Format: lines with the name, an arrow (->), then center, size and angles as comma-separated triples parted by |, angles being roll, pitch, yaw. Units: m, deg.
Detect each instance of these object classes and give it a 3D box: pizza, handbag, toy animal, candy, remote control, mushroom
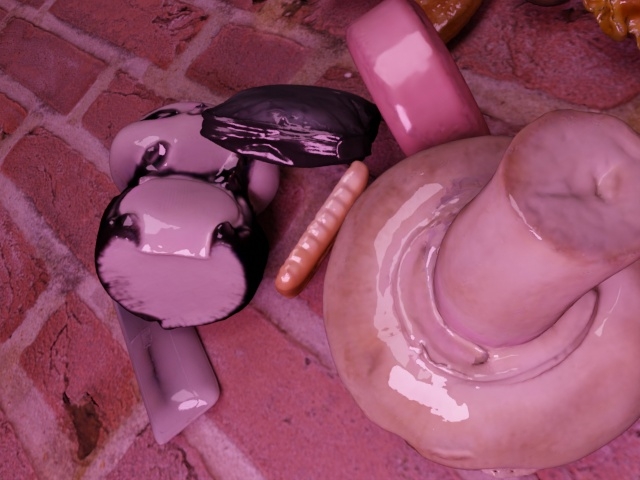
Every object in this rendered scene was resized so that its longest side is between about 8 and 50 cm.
pizza -> 0.200, -0.376, 0.890 | 0.127, 0.058, 0.246 | 8, 70, 33
handbag -> -0.022, -0.154, 0.746 | 0.192, 0.332, 0.074 | 10, 109, 5
toy animal -> -0.186, -0.057, 0.836 | 0.251, 0.251, 0.309 | -17, 45, 22
candy -> 0.119, -0.175, 0.705 | 0.094, 0.255, 0.255 | -29, 53, 15
remote control -> -0.246, 0.142, 0.864 | 0.109, 0.055, 0.313 | -40, 50, 5
mushroom -> 0.167, 0.028, 0.535 | 0.315, 0.315, 0.356 | 49, 132, 39

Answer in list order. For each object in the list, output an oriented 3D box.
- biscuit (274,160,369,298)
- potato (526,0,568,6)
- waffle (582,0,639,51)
biscuit -> 0.001, 0.000, 0.700 | 0.030, 0.249, 0.160 | 34, 82, 3
potato -> 0.320, -0.444, 0.764 | 0.165, 0.165, 0.262 | 15, 93, 36
waffle -> 0.446, -0.349, 0.643 | 0.325, 0.068, 0.302 | -45, 80, 14
